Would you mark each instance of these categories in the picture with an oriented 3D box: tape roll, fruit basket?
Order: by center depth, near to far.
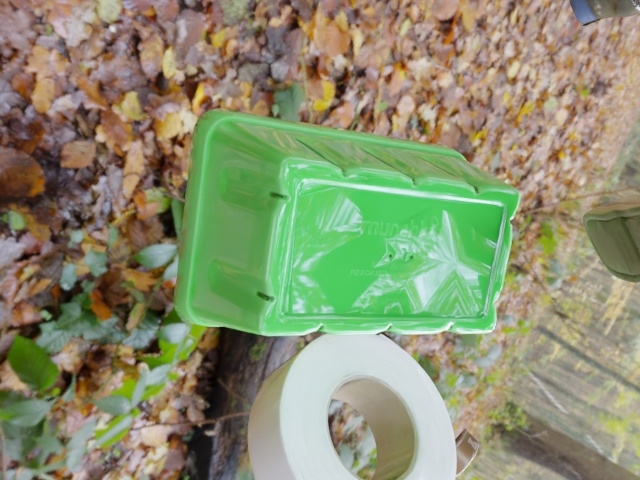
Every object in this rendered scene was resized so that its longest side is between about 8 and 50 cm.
[{"bbox_3d":[0.000,0.000,0.755,0.392,0.392,0.282,-8,109,-64],"label":"fruit basket"},{"bbox_3d":[0.047,0.270,0.827,0.286,0.286,0.100,-39,176,-45],"label":"tape roll"}]

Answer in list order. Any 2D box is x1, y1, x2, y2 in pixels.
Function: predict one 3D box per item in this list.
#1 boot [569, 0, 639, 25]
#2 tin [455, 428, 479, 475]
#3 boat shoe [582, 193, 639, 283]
[{"bbox_3d":[0.321,-0.354,0.714,0.219,0.106,0.082,51,58,-21],"label":"boot"},{"bbox_3d":[0.206,0.360,0.965,0.106,0.040,0.190,-46,161,7],"label":"tin"},{"bbox_3d":[0.326,-0.006,0.510,0.103,0.113,0.302,-26,-172,8],"label":"boat shoe"}]
